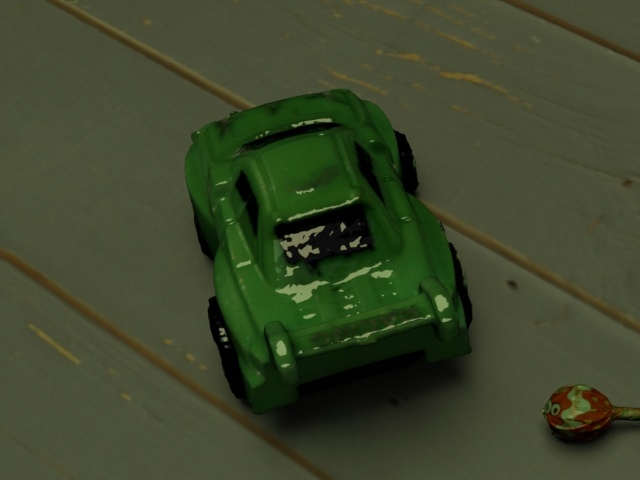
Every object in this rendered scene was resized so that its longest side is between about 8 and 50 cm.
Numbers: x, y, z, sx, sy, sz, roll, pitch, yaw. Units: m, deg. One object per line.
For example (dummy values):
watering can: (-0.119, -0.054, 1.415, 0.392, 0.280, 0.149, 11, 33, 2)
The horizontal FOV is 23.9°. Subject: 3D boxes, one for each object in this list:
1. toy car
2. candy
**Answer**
toy car: (0.000, 0.000, 1.265, 0.213, 0.176, 0.358, -15, 50, -3)
candy: (0.268, 0.136, 1.196, 0.185, 0.049, 0.055, -1, 7, 2)
